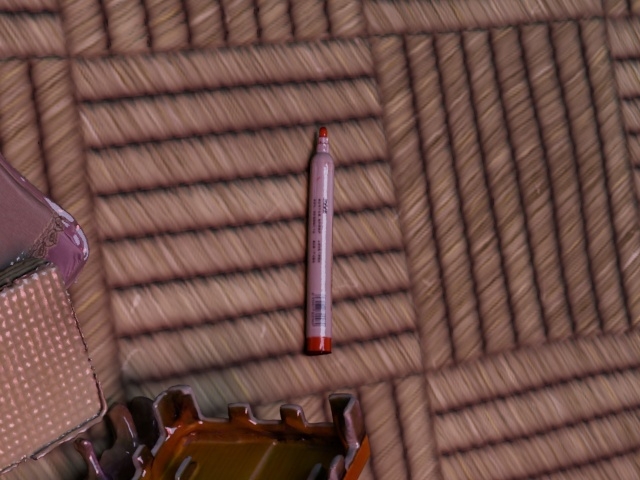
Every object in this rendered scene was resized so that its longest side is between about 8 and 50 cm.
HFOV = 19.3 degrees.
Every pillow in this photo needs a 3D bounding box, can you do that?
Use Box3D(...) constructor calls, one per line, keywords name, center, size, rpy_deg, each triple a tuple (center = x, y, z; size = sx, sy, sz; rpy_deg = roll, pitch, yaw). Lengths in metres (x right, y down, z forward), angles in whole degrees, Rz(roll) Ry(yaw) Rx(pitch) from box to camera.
Box3D(name="pillow", center=(-0.291, -0.028, 1.540), size=(0.233, 0.038, 0.130), rpy_deg=(50, 61, -19))

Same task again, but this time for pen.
Box3D(name="pen", center=(0.000, 0.000, 1.760), size=(0.026, 0.026, 0.218), rpy_deg=(8, 78, -35))

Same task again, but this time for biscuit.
Box3D(name="biscuit", center=(-0.297, 0.131, 1.489), size=(0.252, 0.052, 0.150), rpy_deg=(-31, 113, -30))

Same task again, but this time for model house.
Box3D(name="model house", center=(-0.059, 0.253, 1.515), size=(0.224, 0.198, 0.215), rpy_deg=(-58, 144, -51))

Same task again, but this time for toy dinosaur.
Box3D(name="toy dinosaur", center=(-0.162, 0.267, 1.574), size=(0.200, 0.072, 0.251), rpy_deg=(-18, 83, -48))
